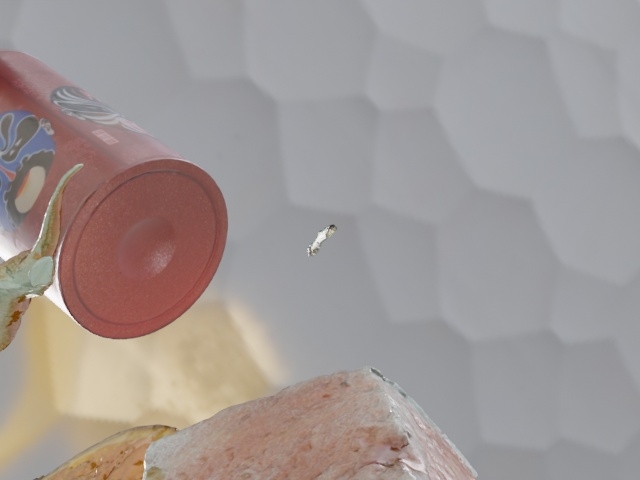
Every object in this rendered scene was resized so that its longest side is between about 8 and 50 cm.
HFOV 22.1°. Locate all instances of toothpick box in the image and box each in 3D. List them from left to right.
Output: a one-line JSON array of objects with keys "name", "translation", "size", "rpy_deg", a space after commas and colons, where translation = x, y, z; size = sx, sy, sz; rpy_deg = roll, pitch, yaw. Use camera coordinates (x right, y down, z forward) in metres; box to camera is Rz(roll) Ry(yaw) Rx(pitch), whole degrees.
[{"name": "toothpick box", "translation": [-0.274, -0.056, 1.744], "size": [0.204, 0.204, 0.333], "rpy_deg": [-41, 44, -16]}]

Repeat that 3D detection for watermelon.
[{"name": "watermelon", "translation": [0.008, 0.166, 0.908], "size": [0.213, 0.201, 0.261], "rpy_deg": [-20, -18, 11]}]

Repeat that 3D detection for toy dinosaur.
[{"name": "toy dinosaur", "translation": [-0.252, 0.035, 1.423], "size": [0.212, 0.057, 0.142], "rpy_deg": [-46, -7, -2]}]

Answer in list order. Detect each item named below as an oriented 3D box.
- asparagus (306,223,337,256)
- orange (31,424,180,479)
[{"name": "asparagus", "translation": [0.000, 0.000, 1.748], "size": [0.013, 0.016, 0.166], "rpy_deg": [-50, 1, -13]}, {"name": "orange", "translation": [-0.242, 0.314, 1.598], "size": [0.274, 0.274, 0.310], "rpy_deg": [177, 112, -75]}]
